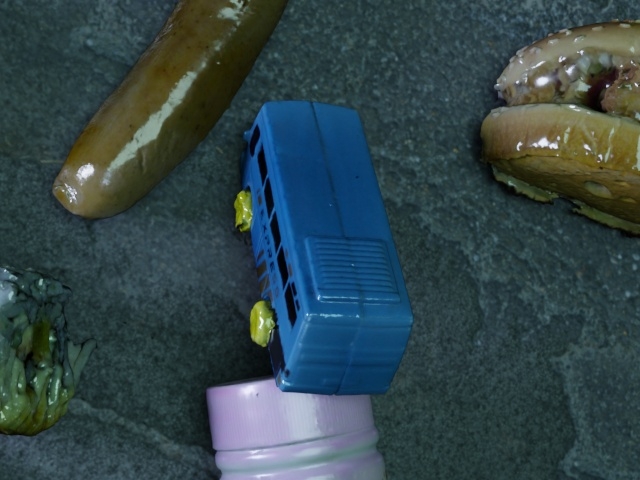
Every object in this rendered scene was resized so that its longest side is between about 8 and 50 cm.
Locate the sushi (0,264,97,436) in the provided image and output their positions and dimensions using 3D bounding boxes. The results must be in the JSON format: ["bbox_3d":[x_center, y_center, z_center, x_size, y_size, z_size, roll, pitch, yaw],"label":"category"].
[{"bbox_3d":[-0.362,0.126,1.463,0.139,0.274,0.184,5,78,9],"label":"sushi"}]

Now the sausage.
[{"bbox_3d":[-0.154,-0.229,1.609,0.136,0.123,0.500,32,76,-10],"label":"sausage"}]

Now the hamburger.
[{"bbox_3d":[0.471,-0.154,1.728,0.446,0.287,0.268,20,76,-18],"label":"hamburger"}]

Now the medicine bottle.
[{"bbox_3d":[-0.017,0.315,1.554,0.202,0.202,0.315,-8,87,-19],"label":"medicine bottle"}]

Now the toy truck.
[{"bbox_3d":[0.000,0.000,1.531,0.161,0.162,0.385,4,45,-17],"label":"toy truck"}]
